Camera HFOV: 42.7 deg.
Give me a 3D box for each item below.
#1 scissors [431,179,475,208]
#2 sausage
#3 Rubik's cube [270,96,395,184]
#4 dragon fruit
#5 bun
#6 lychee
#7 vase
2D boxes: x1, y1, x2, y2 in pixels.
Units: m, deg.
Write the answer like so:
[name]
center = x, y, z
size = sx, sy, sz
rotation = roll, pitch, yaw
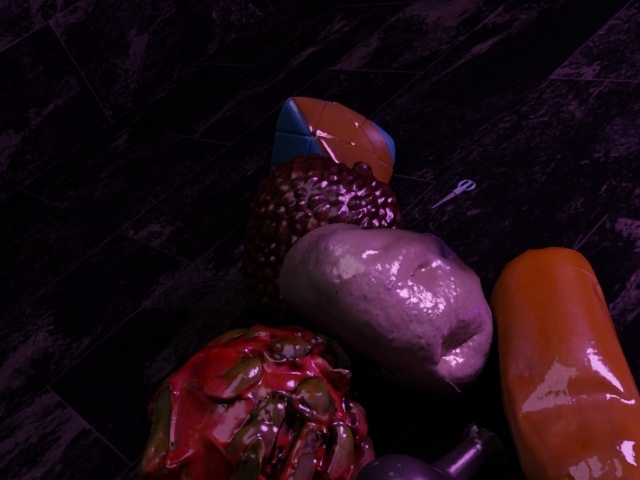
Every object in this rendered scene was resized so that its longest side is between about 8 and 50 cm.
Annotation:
[scissors]
center = 0.214, -0.074, 1.333
size = 0.083, 0.006, 0.036
rotation = -32, 28, -7
[sausage]
center = 0.256, 0.148, 0.856
size = 0.134, 0.116, 0.354
rotation = -5, 37, 9
[Rubik's cube]
center = -0.024, -0.136, 1.414
size = 0.254, 0.254, 0.254
rotation = -20, 31, 13
[dragon fruit]
center = -0.068, 0.231, 0.870
size = 0.237, 0.231, 0.303
rotation = -2, 42, 28
[bun]
center = 0.082, 0.071, 0.966
size = 0.273, 0.273, 0.168
rotation = 16, 73, 50
[lychee]
center = 0.000, 0.000, 1.178
size = 0.236, 0.236, 0.271
rotation = 13, 74, 48
[vase]
center = 0.114, 0.249, 0.824
size = 0.183, 0.120, 0.120
rotation = -30, 27, -32
